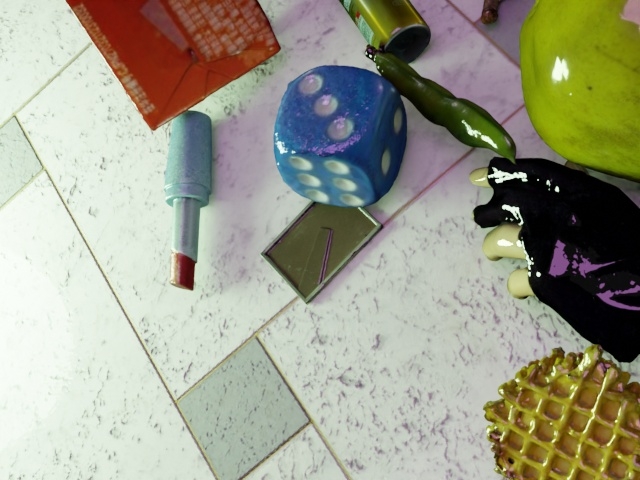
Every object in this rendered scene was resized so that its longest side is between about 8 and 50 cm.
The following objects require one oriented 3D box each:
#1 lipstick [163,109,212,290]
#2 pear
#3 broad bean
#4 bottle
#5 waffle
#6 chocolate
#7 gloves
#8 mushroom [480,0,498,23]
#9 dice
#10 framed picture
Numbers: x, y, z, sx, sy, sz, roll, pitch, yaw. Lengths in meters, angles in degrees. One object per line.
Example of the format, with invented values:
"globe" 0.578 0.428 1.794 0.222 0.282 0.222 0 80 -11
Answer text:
"lipstick" -0.195 -0.057 1.249 0.068 0.061 0.274 -5 69 13
"pear" 0.383 -0.182 0.914 0.375 0.287 0.287 45 93 8
"broad bean" 0.151 -0.170 1.076 0.043 0.060 0.297 -35 47 -11
"bottle" 0.058 -0.374 1.240 0.082 0.082 0.286 -35 61 9
"waffle" 0.269 0.216 0.910 0.197 0.070 0.193 -42 67 30
"chocolate" -0.218 -0.323 1.244 0.234 0.237 0.108 -35 27 -5
"gloves" 0.285 -0.005 0.973 0.197 0.152 0.301 -36 41 -23
"mushroom" 0.240 -0.358 1.157 0.088 0.073 0.130 9 75 -4
"dice" 0.029 -0.136 1.123 0.146 0.143 0.146 8 66 22
"framed picture" 0.000 0.000 1.167 0.149 0.011 0.109 -46 59 3
